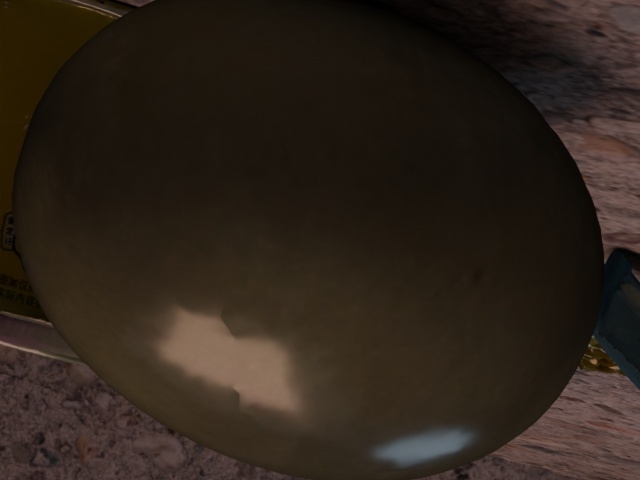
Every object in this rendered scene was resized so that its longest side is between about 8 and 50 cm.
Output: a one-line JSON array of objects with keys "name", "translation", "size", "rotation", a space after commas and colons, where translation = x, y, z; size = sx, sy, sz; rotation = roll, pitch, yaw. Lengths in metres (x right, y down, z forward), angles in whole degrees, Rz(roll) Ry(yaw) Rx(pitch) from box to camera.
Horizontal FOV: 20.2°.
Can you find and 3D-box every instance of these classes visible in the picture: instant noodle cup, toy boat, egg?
[{"name": "instant noodle cup", "translation": [-0.171, -0.032, 1.180], "size": [0.264, 0.200, 0.264], "rotation": [12, 169, 2]}, {"name": "toy boat", "translation": [0.292, 0.082, 1.446], "size": [0.215, 0.102, 0.088], "rotation": [44, 175, -28]}, {"name": "egg", "translation": [0.000, 0.000, 0.971], "size": [0.258, 0.258, 0.352], "rotation": [3, 163, 46]}]

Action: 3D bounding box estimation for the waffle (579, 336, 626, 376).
[{"name": "waffle", "translation": [0.325, 0.095, 1.595], "size": [0.204, 0.054, 0.223], "rotation": [9, 169, 13]}]
